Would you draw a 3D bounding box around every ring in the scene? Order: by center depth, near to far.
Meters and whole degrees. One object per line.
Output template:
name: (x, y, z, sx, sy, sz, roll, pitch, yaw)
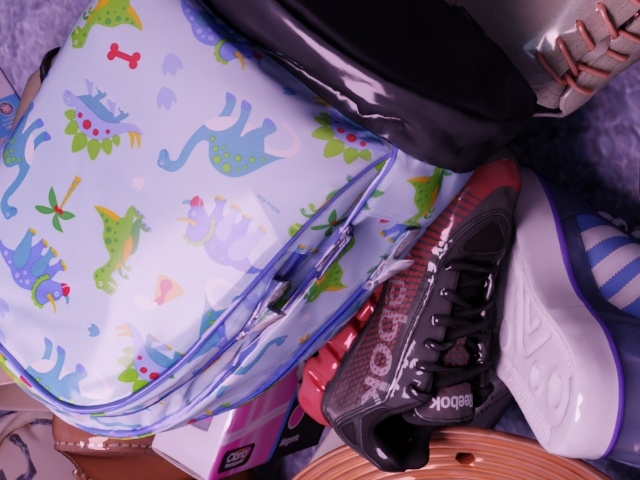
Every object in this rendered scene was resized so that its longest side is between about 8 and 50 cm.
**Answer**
ring: (0.116, 0.268, 1.597, 0.336, 0.032, 0.337, 6, 128, 8)

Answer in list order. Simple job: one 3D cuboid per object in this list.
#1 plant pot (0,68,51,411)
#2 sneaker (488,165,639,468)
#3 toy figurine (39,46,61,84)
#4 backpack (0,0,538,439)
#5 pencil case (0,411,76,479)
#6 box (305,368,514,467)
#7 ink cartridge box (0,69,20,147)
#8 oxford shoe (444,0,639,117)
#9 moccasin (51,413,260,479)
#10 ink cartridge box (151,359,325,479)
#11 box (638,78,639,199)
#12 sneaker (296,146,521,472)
plant pot: (-0.177, -0.006, 1.666, 0.256, 0.256, 0.274, -12, 76, 41)
sneaker: (0.250, 0.057, 1.434, 0.323, 0.236, 0.130, -108, 25, -59)
toy figurine: (-0.088, -0.115, 1.557, 0.209, 0.213, 0.148, 54, 130, 8)
backpack: (-0.082, -0.034, 1.321, 0.290, 0.273, 0.355, 44, 126, 11)
pencil case: (-0.376, 0.292, 2.006, 0.410, 0.160, 0.183, -22, 102, 42)
box: (0.080, 0.146, 1.613, 0.094, 0.113, 0.275, 43, 131, 15)
ink cartridge box: (-0.360, -0.154, 1.829, 0.060, 0.104, 0.180, -36, 85, 42)
oxford shoe: (0.199, -0.154, 1.330, 0.140, 0.147, 0.397, 34, 147, -25)
moccasin: (-0.134, 0.225, 1.660, 0.139, 0.147, 0.380, 7, 157, 11)
ink cartridge box: (0.000, 0.000, 1.501, 0.069, 0.175, 0.371, 28, 107, 25)
box: (0.311, -0.047, 1.316, 0.244, 0.060, 0.101, 30, 128, 54)
sneaker: (0.084, 0.056, 1.422, 0.135, 0.097, 0.276, 53, 128, 37)
